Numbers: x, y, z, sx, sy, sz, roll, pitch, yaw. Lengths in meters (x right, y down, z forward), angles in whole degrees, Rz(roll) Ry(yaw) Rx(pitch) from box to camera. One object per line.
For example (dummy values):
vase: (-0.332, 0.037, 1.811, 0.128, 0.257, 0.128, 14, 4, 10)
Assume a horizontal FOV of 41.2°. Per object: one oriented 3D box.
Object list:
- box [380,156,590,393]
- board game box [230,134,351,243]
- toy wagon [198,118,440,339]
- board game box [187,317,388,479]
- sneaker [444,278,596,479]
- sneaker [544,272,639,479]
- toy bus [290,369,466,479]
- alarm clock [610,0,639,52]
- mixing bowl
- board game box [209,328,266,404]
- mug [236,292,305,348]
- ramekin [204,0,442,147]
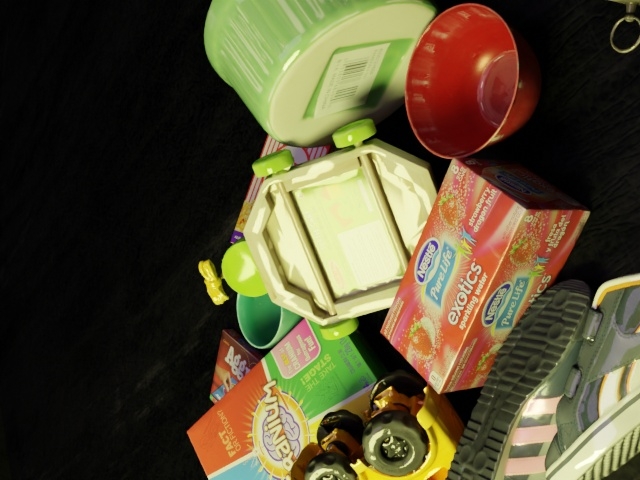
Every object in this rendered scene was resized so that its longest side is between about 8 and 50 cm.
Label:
box: (0.190, 0.042, 1.020, 0.128, 0.122, 0.257, 45, 124, 42)
board game box: (-0.046, -0.067, 1.275, 0.146, 0.045, 0.194, 17, 86, 46)
toy wagon: (0.000, 0.000, 1.149, 0.344, 0.068, 0.267, -18, 104, 17)
board game box: (-0.032, 0.282, 1.258, 0.316, 0.064, 0.242, -45, 52, 12)
sneaker: (0.255, 0.204, 0.968, 0.319, 0.131, 0.112, -64, 20, 1)
sneaker: (0.320, 0.117, 0.853, 0.321, 0.126, 0.127, -54, 54, 24)
toy bus: (0.102, 0.297, 1.075, 0.220, 0.149, 0.211, -36, 100, 16)
alarm clock: (0.332, -0.292, 0.885, 0.129, 0.064, 0.192, 16, 101, 51)
mixing bowl: (0.198, -0.188, 1.030, 0.181, 0.098, 0.182, 1, 91, 52)
board game box: (-0.106, 0.278, 1.486, 0.281, 0.027, 0.145, 30, 112, 49)
mug: (-0.052, 0.111, 1.358, 0.157, 0.097, 0.130, 35, 116, 46)
ramekin: (0.015, -0.260, 1.117, 0.303, 0.303, 0.148, -51, 59, 39)
